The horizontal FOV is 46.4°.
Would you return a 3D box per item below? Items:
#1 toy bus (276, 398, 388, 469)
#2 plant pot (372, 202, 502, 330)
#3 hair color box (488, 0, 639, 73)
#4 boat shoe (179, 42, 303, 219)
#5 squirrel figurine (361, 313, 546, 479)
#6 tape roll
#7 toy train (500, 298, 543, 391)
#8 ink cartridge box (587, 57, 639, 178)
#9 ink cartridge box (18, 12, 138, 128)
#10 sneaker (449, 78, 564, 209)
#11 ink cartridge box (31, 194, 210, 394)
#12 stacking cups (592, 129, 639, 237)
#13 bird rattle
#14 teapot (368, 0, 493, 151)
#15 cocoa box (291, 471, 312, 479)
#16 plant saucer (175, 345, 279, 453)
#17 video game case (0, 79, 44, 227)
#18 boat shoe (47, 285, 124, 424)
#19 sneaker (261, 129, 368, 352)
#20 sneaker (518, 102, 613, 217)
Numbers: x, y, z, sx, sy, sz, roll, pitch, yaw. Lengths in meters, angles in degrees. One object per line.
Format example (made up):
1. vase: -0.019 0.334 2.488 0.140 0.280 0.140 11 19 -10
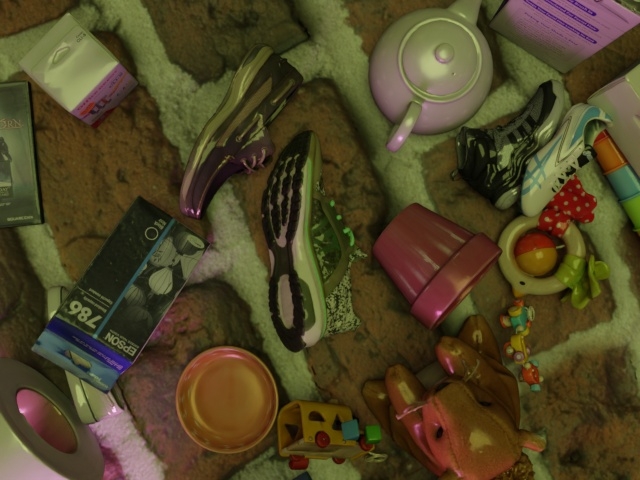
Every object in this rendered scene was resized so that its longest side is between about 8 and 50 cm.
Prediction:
1. toy bus: 0.018 0.352 1.397 0.190 0.202 0.104 -11 59 4
2. plant pot: 0.202 0.035 1.378 0.180 0.201 0.201 41 88 14
3. hair color box: 0.438 -0.422 1.308 0.185 0.339 0.110 32 89 -2
4. boat shoe: -0.144 -0.190 1.386 0.130 0.132 0.355 28 90 -2
5. squirrel figurine: 0.270 0.357 1.277 0.281 0.370 0.397 -25 91 -3
6. tape roll: -0.507 0.339 1.288 0.100 0.286 0.286 -40 91 -2
7. toy train: 0.377 0.198 1.413 0.046 0.125 0.166 -13 62 29
8. ink cartridge box: 0.666 -0.265 1.386 0.283 0.117 0.207 -35 91 -22
9. ink cartridge box: -0.432 -0.302 1.352 0.127 0.176 0.128 43 88 -1
10. sneaker: 0.350 -0.205 1.420 0.153 0.101 0.269 26 90 -3
11. ink cartridge box: -0.357 0.098 1.353 0.165 0.065 0.333 34 74 -15
12. stacking cups: 0.595 -0.118 1.446 0.096 0.096 0.316 -31 86 -2
13. bird rattle: 0.437 0.009 1.416 0.206 0.143 0.254 -17 87 14
14. teapot: 0.207 -0.315 1.375 0.252 0.187 0.256 -16 91 -2
15. cocoa box: -0.115 0.619 1.327 0.347 0.231 0.228 -29 90 -2
16. plant saucer: -0.174 0.299 1.411 0.199 0.037 0.200 -1 86 10
17. video game case: -0.639 -0.158 1.419 0.196 0.026 0.274 -6 90 -3
18. boat shoe: -0.433 0.207 1.389 0.088 0.096 0.268 -16 91 -7
19. sneaker: 0.000 0.000 1.413 0.182 0.158 0.411 0 87 -33
20. sneaker: 0.441 -0.143 1.355 0.085 0.086 0.237 33 90 -46
